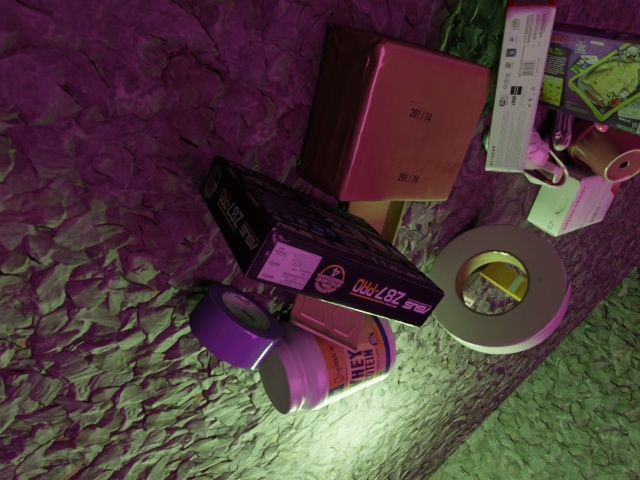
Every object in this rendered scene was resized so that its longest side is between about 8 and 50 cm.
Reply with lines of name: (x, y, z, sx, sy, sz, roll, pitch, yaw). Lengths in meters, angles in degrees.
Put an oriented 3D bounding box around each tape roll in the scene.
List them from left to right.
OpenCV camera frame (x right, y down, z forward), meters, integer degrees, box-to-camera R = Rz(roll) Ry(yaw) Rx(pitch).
tape roll: (-0.179, 0.180, 0.927, 0.189, 0.189, 0.080, 30, 99, -45)
tape roll: (0.510, 0.134, 1.272, 0.392, 0.392, 0.072, -47, 136, 0)

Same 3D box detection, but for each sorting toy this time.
sorting toy: (0.028, 0.143, 1.045, 0.192, 0.209, 0.038, 30, 145, -21)

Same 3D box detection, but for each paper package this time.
paper package: (0.150, -0.241, 0.892, 0.324, 0.168, 0.310, -6, 124, -35)

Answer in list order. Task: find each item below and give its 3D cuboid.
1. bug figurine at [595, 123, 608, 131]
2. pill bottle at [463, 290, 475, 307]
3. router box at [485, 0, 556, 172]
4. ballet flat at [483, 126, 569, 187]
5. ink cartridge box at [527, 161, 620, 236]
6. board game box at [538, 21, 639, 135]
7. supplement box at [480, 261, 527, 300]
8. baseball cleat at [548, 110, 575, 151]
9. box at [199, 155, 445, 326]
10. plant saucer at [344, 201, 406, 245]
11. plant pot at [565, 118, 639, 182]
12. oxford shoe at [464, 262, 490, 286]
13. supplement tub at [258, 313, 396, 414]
bug figurine: (0.833, -0.428, 1.267, 0.278, 0.072, 0.217, -18, 91, -34)
pill bottle: (0.502, 0.247, 1.577, 0.067, 0.067, 0.120, 13, 111, -42)
router box: (0.432, -0.371, 0.954, 0.301, 0.082, 0.336, -63, 152, -44)
ballet flat: (0.632, -0.246, 1.279, 0.400, 0.139, 0.139, 16, 110, -42)
ink cartridge box: (0.923, -0.165, 1.557, 0.306, 0.131, 0.226, -12, 127, -29)
board game box: (0.654, -0.392, 1.036, 0.056, 0.347, 0.208, -36, 136, -12)
supplement box: (0.638, 0.133, 1.479, 0.080, 0.233, 0.078, -54, 135, 3)
baseball cleat: (0.733, -0.375, 1.319, 0.109, 0.072, 0.206, -18, 122, -78)
box: (0.000, 0.000, 0.809, 0.394, 0.318, 0.097, 20, 109, -37)
plant saucer: (0.121, -0.050, 1.093, 0.188, 0.045, 0.188, -8, 124, -32)
plant pot: (0.926, -0.291, 1.385, 0.201, 0.180, 0.201, -5, 138, -5)
oxford shoe: (0.489, 0.105, 1.472, 0.227, 0.083, 0.096, -35, 153, -11)
supplement tub: (0.014, 0.298, 1.130, 0.316, 0.228, 0.229, -13, 127, -30)
